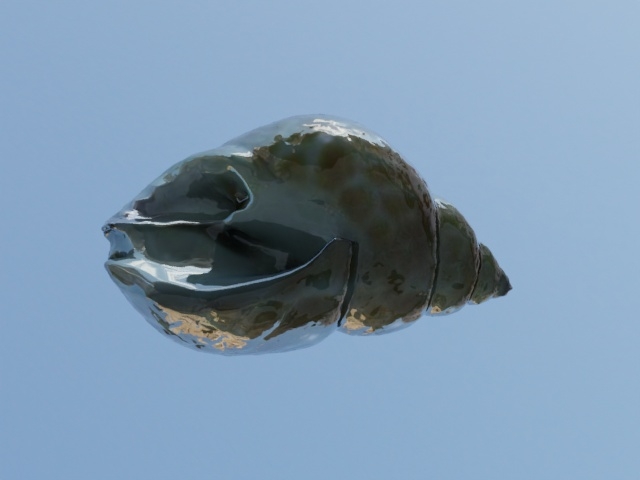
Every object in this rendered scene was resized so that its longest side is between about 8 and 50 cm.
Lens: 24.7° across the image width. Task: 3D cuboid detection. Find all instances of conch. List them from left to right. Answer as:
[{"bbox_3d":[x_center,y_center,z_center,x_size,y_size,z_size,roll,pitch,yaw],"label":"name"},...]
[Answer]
[{"bbox_3d":[-0.014,0.002,0.668,0.173,0.116,0.106,-29,-56,-29],"label":"conch"}]
